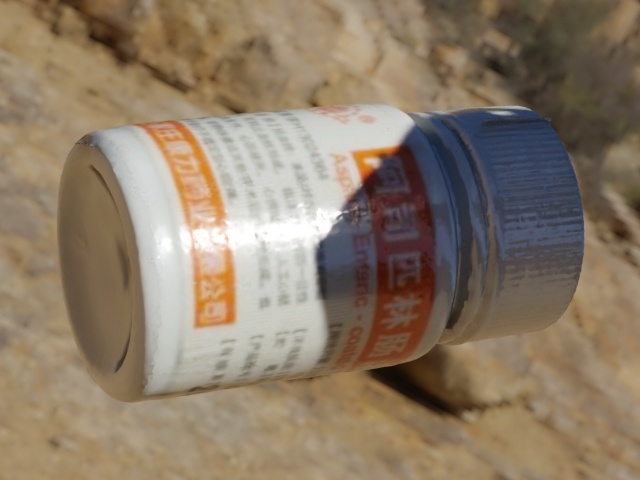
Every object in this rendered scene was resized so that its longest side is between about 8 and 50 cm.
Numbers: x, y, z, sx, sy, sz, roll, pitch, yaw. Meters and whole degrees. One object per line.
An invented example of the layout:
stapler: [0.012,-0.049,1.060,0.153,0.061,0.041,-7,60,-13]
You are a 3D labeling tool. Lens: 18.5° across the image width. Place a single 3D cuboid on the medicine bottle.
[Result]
medicine bottle: [0.000,0.000,1.023,0.252,0.144,0.144,-8,27,-27]
